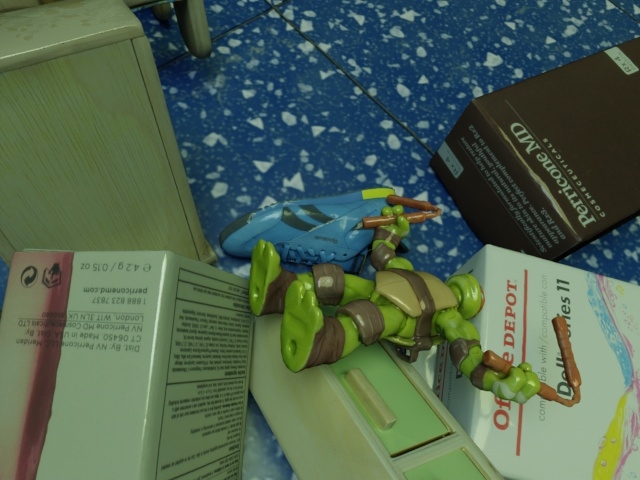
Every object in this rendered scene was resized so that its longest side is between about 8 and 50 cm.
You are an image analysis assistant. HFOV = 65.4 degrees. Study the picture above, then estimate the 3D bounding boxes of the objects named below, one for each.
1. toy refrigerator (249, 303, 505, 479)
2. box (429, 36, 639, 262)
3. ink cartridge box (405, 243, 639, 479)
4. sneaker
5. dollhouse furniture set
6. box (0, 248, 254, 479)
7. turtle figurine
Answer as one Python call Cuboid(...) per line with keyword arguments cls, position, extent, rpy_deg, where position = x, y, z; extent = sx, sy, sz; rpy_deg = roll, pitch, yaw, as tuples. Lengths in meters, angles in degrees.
Cuboid(cls="toy refrigerator", position=(0.046, 0.158, 0.387), extent=(0.102, 0.094, 0.269), rpy_deg=(4, 36, -42))
Cuboid(cls="box", position=(0.352, -0.120, 0.617), extent=(0.381, 0.143, 0.191), rpy_deg=(-25, 73, -18))
Cuboid(cls="ink cartridge box", position=(0.225, 0.138, 0.482), extent=(0.353, 0.119, 0.207), rpy_deg=(15, 65, -3))
Cuboid(cls="sneaker", position=(0.000, 0.000, 0.535), extent=(0.209, 0.069, 0.082), rpy_deg=(-10, 72, -15))
Cuboid(cls="dollhouse furniture set", position=(-0.280, -0.149, 0.509), extent=(0.362, 0.256, 0.394), rpy_deg=(-25, 51, -21))
Cuboid(cls="box", position=(-0.137, 0.132, 0.362), extent=(0.127, 0.148, 0.232), rpy_deg=(0, 77, 15))
Cuboid(cls="turtle figurine", position=(0.055, 0.042, 0.409), extent=(0.217, 0.087, 0.269), rpy_deg=(3, 37, -29))
